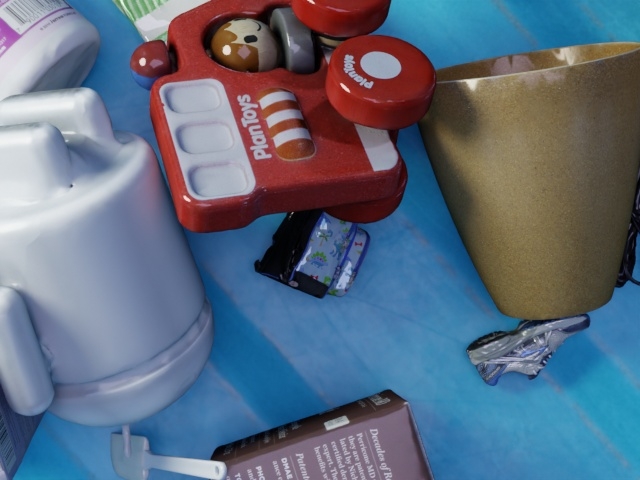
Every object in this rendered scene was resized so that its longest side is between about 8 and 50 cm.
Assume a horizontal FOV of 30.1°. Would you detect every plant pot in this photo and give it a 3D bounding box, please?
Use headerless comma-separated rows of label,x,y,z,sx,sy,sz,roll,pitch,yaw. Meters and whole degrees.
plant pot,0.223,-0.058,1.207,0.237,0.237,0.254,-11,102,-3

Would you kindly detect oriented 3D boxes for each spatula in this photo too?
spatula,-0.153,0.280,1.166,0.019,0.242,0.168,7,82,-35

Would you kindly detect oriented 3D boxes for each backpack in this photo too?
backpack,0.000,0.000,1.241,0.084,0.105,0.114,25,85,-23

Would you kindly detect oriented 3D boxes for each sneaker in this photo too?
sneaker,0.227,0.115,1.272,0.135,0.052,0.058,-21,98,4

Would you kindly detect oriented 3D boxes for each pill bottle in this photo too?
pill bottle,-0.386,-0.244,1.205,0.301,0.169,0.169,41,86,1

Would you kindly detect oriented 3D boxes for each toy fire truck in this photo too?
toy fire truck,-0.046,-0.145,1.152,0.254,0.169,0.302,-8,52,-17

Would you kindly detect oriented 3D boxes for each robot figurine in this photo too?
robot figurine,-0.222,0.032,1.144,0.200,0.300,0.353,0,121,29

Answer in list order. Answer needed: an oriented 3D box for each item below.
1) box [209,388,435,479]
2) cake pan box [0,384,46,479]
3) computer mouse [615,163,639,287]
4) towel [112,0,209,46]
box,0.010,0.263,1.191,0.203,0.168,0.167,-18,88,-4
cake pan box,-0.342,0.094,1.130,0.070,0.246,0.266,-18,101,-1
computer mouse,0.437,0.001,1.276,0.272,0.072,0.188,21,88,11
towel,-0.169,-0.386,1.288,0.248,0.038,0.324,-35,87,-5
